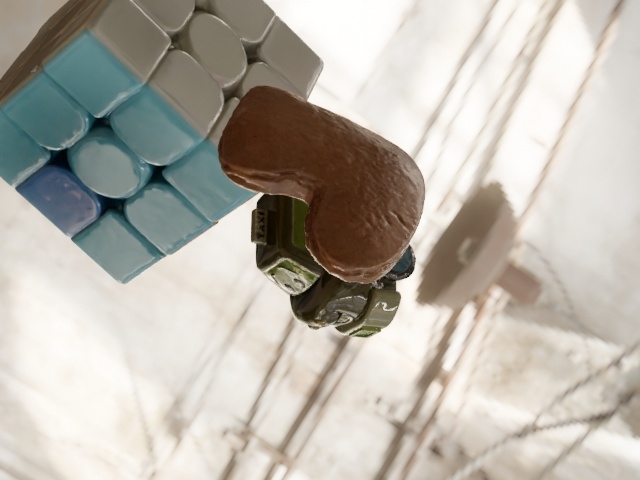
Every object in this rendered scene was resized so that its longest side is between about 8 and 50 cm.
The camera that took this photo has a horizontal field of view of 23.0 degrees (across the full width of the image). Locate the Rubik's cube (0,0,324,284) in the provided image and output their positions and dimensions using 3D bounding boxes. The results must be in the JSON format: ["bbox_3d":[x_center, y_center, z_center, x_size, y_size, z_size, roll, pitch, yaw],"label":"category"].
[{"bbox_3d":[-0.218,-0.176,1.978,0.291,0.290,0.291,-32,-157,37],"label":"Rubik's cube"}]

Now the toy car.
[{"bbox_3d":[0.000,0.000,2.097,0.204,0.198,0.248,147,-55,-62],"label":"toy car"}]

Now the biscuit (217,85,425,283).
[{"bbox_3d":[-0.002,-0.053,1.364,0.036,0.192,0.186,-65,179,40],"label":"biscuit"}]
